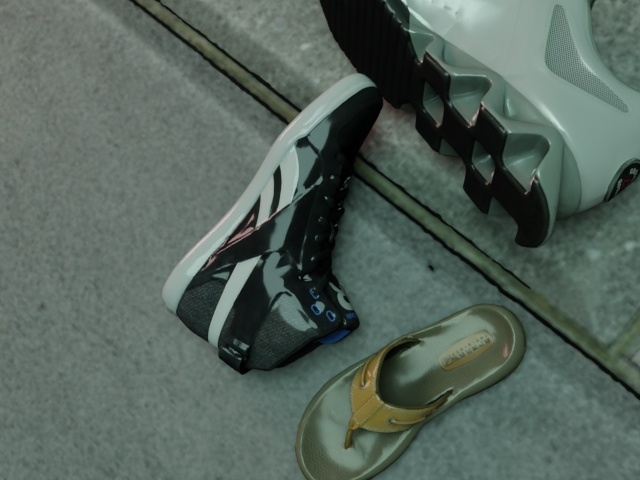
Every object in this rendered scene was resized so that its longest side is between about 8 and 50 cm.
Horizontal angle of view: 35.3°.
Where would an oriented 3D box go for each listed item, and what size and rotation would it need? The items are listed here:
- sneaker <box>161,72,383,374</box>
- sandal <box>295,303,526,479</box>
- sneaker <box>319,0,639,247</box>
[{"bbox_3d":[0.000,0.000,0.704,0.121,0.079,0.217,41,96,15],"label":"sneaker"},{"bbox_3d":[0.057,0.099,0.674,0.180,0.049,0.072,-33,72,3],"label":"sandal"},{"bbox_3d":[0.106,-0.155,0.705,0.146,0.122,0.330,-30,70,-15],"label":"sneaker"}]
